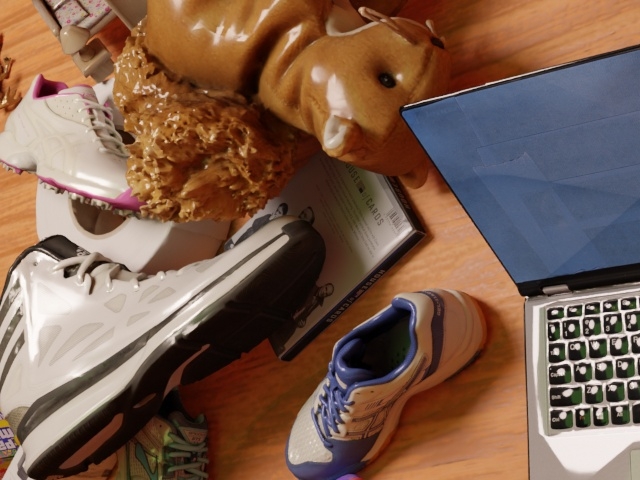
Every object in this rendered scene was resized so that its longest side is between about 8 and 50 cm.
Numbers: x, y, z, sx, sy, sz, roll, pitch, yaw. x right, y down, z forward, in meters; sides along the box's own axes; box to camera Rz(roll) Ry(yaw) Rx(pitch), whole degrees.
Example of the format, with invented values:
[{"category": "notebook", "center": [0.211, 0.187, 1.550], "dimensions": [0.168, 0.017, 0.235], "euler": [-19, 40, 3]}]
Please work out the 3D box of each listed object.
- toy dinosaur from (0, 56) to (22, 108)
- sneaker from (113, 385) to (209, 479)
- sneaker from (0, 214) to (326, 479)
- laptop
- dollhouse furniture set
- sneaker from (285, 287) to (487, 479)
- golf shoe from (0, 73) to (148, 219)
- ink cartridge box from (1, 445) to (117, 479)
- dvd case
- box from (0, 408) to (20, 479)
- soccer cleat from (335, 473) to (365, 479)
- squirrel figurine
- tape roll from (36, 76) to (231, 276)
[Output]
[{"category": "toy dinosaur", "center": [-0.503, -0.213, 2.197], "dimensions": [0.112, 0.064, 0.211], "euler": [-3, 59, 47]}, {"category": "sneaker", "center": [-0.186, 0.268, 1.773], "dimensions": [0.122, 0.110, 0.283], "euler": [-40, 57, 23]}, {"category": "sneaker", "center": [-0.222, 0.055, 1.713], "dimensions": [0.447, 0.169, 0.257], "euler": [-38, 68, 13]}, {"category": "laptop", "center": [0.289, 0.064, 1.322], "dimensions": [0.382, 0.236, 0.407], "euler": [-11, 73, 40]}, {"category": "dollhouse furniture set", "center": [-0.260, -0.395, 1.918], "dimensions": [0.303, 0.174, 0.355], "euler": [-40, 42, 1]}, {"category": "sneaker", "center": [0.039, 0.151, 1.590], "dimensions": [0.296, 0.131, 0.112], "euler": [-49, 54, 23]}, {"category": "golf shoe", "center": [-0.296, -0.120, 1.828], "dimensions": [0.306, 0.115, 0.140], "euler": [24, 92, 41]}, {"category": "ink cartridge box", "center": [-0.328, 0.284, 1.888], "dimensions": [0.063, 0.109, 0.150], "euler": [41, 107, 43]}, {"category": "dvd case", "center": [0.000, 0.000, 1.727], "dimensions": [0.239, 0.030, 0.179], "euler": [-43, 55, 24]}, {"category": "box", "center": [-0.564, 0.274, 2.016], "dimensions": [0.290, 0.177, 0.279], "euler": [-47, 67, 22]}, {"category": "soccer cleat", "center": [-0.027, 0.357, 1.633], "dimensions": [0.095, 0.083, 0.248], "euler": [35, 106, 45]}, {"category": "squirrel figurine", "center": [-0.042, -0.172, 1.646], "dimensions": [0.397, 0.281, 0.370], "euler": [-47, 63, 11]}, {"category": "tape roll", "center": [-0.240, -0.065, 1.905], "dimensions": [0.286, 0.100, 0.286], "euler": [-12, 71, 38]}]
